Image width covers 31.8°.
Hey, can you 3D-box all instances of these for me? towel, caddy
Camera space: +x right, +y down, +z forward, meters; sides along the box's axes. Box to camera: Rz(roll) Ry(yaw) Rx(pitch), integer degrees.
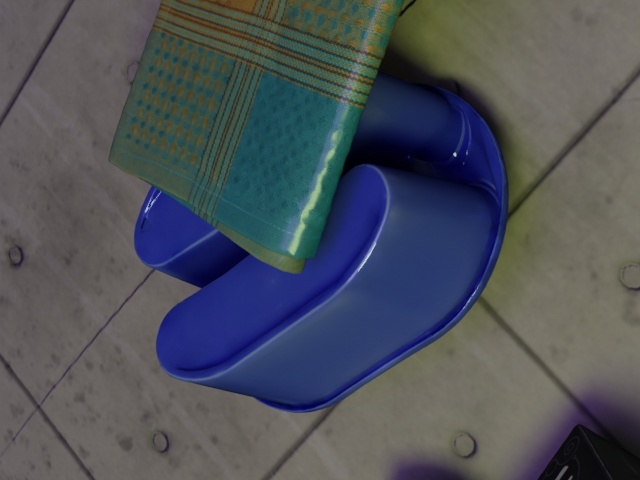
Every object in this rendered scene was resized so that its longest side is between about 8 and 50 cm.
[{"bbox_3d":[-0.034,-0.190,0.871,0.271,0.040,0.370,32,105,44],"label":"towel"},{"bbox_3d":[0.000,0.000,0.960,0.341,0.179,0.241,-36,54,31],"label":"caddy"}]

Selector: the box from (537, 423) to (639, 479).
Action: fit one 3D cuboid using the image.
[{"bbox_3d":[0.190,0.304,0.834,0.143,0.165,0.270,30,102,-8],"label":"box"}]
